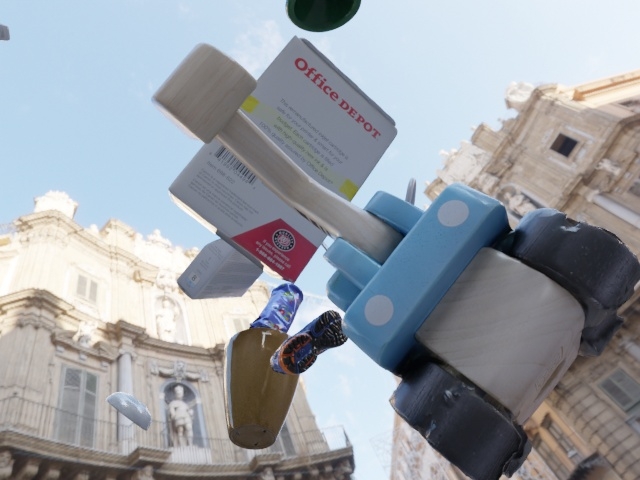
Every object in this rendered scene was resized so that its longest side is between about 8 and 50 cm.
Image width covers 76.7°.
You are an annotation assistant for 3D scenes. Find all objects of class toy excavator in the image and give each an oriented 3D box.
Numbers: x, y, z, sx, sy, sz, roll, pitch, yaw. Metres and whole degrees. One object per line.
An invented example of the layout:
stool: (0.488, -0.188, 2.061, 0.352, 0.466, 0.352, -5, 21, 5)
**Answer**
toy excavator: (0.056, 0.010, 0.457, 0.222, 0.445, 0.433, -52, -39, -4)

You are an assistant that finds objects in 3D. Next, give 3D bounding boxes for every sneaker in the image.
sneaker: (-0.024, 0.210, 0.851, 0.087, 0.083, 0.221, -28, -7, 41)

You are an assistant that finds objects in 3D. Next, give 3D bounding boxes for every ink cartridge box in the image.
ink cartridge box: (-0.069, -0.152, 0.815, 0.279, 0.160, 0.385, 39, -102, -14)
ink cartridge box: (-0.226, 0.016, 1.267, 0.385, 0.091, 0.308, -51, -17, 5)

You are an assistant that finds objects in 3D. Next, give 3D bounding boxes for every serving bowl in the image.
serving bowl: (-0.304, 0.271, 0.655, 0.027, 0.083, 0.083, -52, -41, -29)

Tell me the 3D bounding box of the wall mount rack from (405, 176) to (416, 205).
wall mount rack: (0.231, 0.050, 0.861, 0.304, 0.130, 0.351, -16, -67, -70)

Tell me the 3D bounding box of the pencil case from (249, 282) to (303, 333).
pencil case: (-0.163, 0.275, 1.493, 0.133, 0.306, 0.119, 37, -60, -4)

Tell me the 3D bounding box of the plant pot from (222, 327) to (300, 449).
plant pot: (-0.165, 0.412, 1.097, 0.236, 0.255, 0.238, 0, -54, 0)

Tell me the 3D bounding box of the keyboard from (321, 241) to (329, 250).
keyboard: (0.000, 0.000, 1.051, 0.014, 0.072, 0.256, -39, -78, 0)

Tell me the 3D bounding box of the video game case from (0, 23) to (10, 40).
video game case: (-0.543, -0.288, 0.504, 0.183, 0.201, 0.023, -28, -44, -57)

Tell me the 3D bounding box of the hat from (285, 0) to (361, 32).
hat: (0.009, -0.635, 0.954, 0.208, 0.184, 0.172, -13, -14, 32)
